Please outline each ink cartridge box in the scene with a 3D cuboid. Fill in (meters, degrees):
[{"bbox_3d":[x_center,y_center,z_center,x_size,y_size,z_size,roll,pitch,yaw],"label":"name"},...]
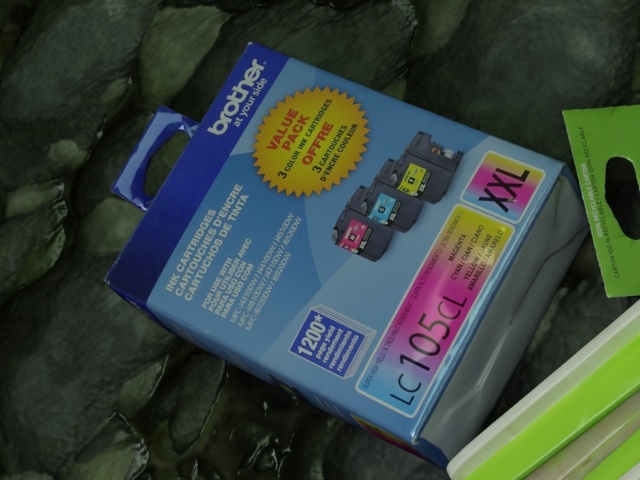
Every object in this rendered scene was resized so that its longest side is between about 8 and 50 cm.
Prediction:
[{"bbox_3d":[0.346,-0.062,1.157,0.255,0.097,0.188,-6,64,-5],"label":"ink cartridge box"},{"bbox_3d":[0.000,0.000,1.280,0.396,0.151,0.270,24,78,29],"label":"ink cartridge box"}]

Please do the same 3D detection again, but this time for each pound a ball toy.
[{"bbox_3d":[0.248,0.198,1.086,0.319,0.136,0.208,-43,43,12],"label":"pound a ball toy"}]
